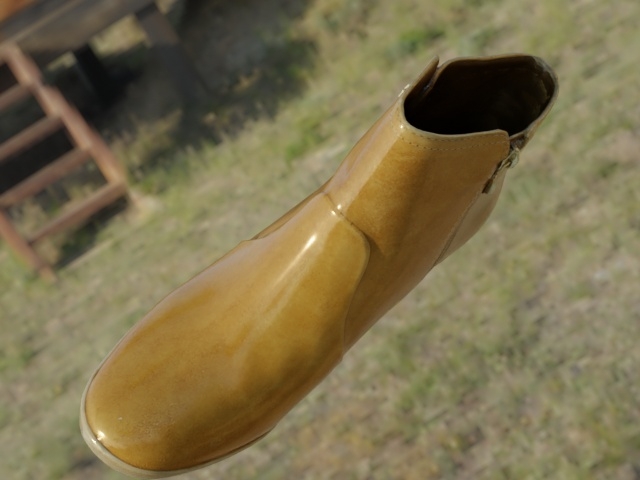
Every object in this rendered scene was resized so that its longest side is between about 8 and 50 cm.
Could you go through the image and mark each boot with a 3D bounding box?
[{"bbox_3d":[0.001,0.000,0.942,0.295,0.104,0.211,-33,-17,-38],"label":"boot"}]
